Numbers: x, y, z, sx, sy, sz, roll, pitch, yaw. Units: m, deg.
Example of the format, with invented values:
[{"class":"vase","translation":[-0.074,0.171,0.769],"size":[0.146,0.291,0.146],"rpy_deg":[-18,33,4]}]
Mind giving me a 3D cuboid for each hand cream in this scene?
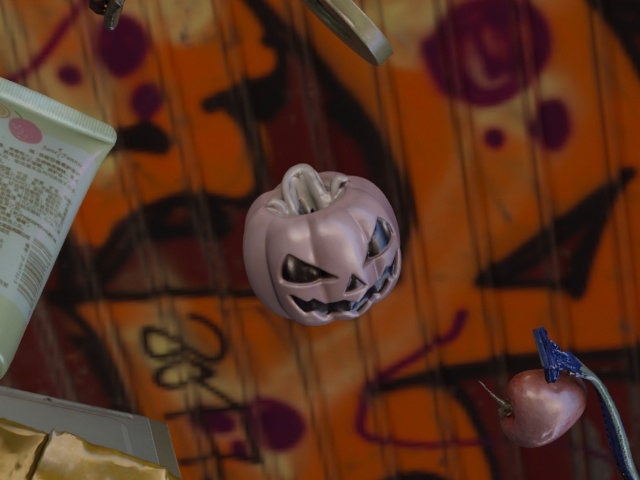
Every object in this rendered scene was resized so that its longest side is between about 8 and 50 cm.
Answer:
[{"class":"hand cream","translation":[-0.257,0.001,1.090],"size":[0.093,0.147,0.305],"rpy_deg":[-46,-154,52]}]

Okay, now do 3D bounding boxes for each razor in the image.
[{"class":"razor","translation":[0.372,0.248,1.855],"size":[0.324,0.056,0.093],"rpy_deg":[57,15,-25]}]

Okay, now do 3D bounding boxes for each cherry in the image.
[{"class":"cherry","translation":[0.285,0.211,1.843],"size":[0.106,0.126,0.087],"rpy_deg":[66,1,-46]}]

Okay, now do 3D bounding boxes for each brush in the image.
[{"class":"brush","translation":[-0.181,-0.302,1.392],"size":[0.043,0.036,0.248],"rpy_deg":[126,-18,-49]}]

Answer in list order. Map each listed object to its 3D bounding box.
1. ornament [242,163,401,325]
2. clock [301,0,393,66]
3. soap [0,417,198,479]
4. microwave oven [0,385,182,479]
[{"class":"ornament","translation":[0.000,0.000,1.559],"size":[0.177,0.178,0.177],"rpy_deg":[-7,90,-78]},{"class":"clock","translation":[0.005,-0.325,1.922],"size":[0.235,0.029,0.235],"rpy_deg":[44,0,0]},{"class":"soap","translation":[-0.250,0.291,1.147],"size":[0.143,0.259,0.281],"rpy_deg":[127,-19,-71]},{"class":"microwave oven","translation":[-0.321,0.351,1.495],"size":[0.218,0.286,0.355],"rpy_deg":[-120,-133,-66]}]
